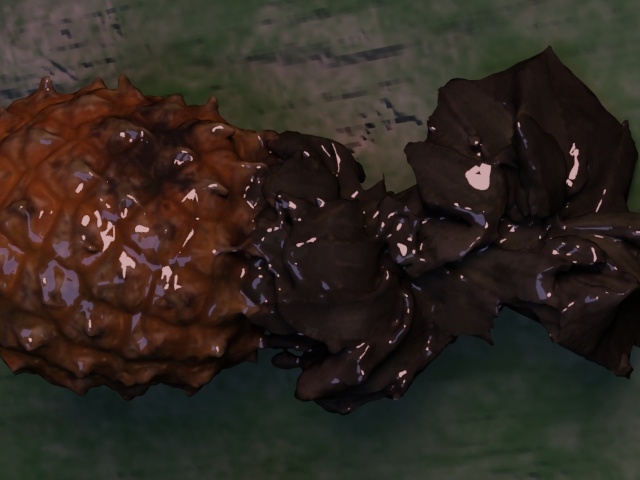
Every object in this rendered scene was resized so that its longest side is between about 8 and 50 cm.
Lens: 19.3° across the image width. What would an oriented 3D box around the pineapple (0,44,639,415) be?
[{"bbox_3d":[0.000,0.000,0.631,0.237,0.111,0.119,2,141,14],"label":"pineapple"}]
